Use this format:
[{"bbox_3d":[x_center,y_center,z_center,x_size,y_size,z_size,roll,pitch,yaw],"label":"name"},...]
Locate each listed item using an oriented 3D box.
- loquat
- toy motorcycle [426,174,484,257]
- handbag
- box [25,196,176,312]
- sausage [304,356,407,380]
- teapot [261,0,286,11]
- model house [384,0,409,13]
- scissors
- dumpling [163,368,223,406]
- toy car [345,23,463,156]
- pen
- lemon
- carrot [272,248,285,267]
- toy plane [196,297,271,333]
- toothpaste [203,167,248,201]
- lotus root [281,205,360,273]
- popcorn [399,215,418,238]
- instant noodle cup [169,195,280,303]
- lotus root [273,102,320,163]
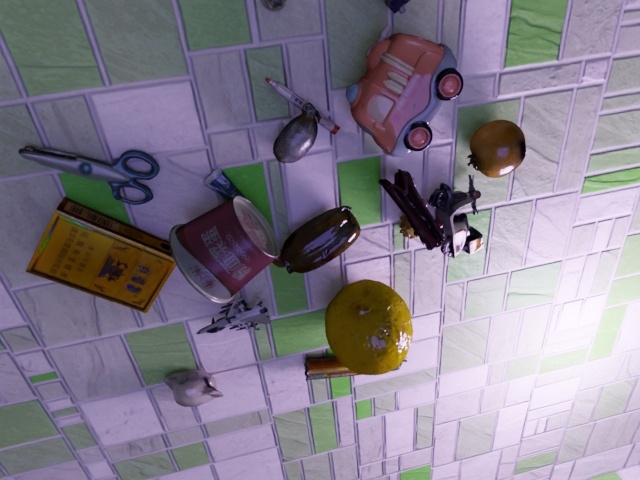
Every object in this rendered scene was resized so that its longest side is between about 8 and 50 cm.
[{"bbox_3d":[0.468,-0.241,1.191,0.163,0.137,0.163,-15,141,-13],"label":"loquat"},{"bbox_3d":[0.393,-0.063,1.310,0.157,0.091,0.263,-24,125,-9],"label":"toy motorcycle"},{"bbox_3d":[0.242,-0.083,1.160,0.074,0.203,0.216,-34,95,9],"label":"handbag"},{"bbox_3d":[-0.537,0.044,1.135,0.301,0.084,0.193,27,110,-27],"label":"box"},{"bbox_3d":[0.127,0.425,1.540,0.371,0.082,0.082,-1,120,-14],"label":"sausage"},{"bbox_3d":[-0.093,-0.504,0.923,0.057,0.083,0.067,20,116,-19],"label":"teapot"},{"bbox_3d":[0.181,-0.547,0.964,0.100,0.088,0.100,-37,121,13],"label":"model house"},{"bbox_3d":[-0.528,-0.167,1.037,0.289,0.041,0.138,12,115,-25],"label":"scissors"},{"bbox_3d":[-0.402,0.480,1.433,0.176,0.092,0.150,-7,135,-16],"label":"dumpling"},{"bbox_3d":[0.176,-0.343,1.041,0.212,0.180,0.271,23,112,-14],"label":"toy car"},{"bbox_3d":[-0.041,-0.323,1.078,0.218,0.026,0.026,30,109,-27],"label":"pen"},{"bbox_3d":[0.143,0.260,1.335,0.268,0.268,0.322,-16,145,-5],"label":"lemon"},{"bbox_3d":[-0.158,0.007,1.238,0.047,0.047,0.191,-40,117,11],"label":"carrot"},{"bbox_3d":[-0.253,0.228,1.331,0.234,0.082,0.160,-10,134,9],"label":"toy plane"},{"bbox_3d":[-0.214,-0.102,1.162,0.057,0.035,0.197,-46,120,-4],"label":"toothpaste"},{"bbox_3d":[0.000,0.000,1.225,0.241,0.123,0.124,-32,94,8],"label":"lotus root"},{"bbox_3d":[0.266,-0.043,1.305,0.083,0.057,0.082,-25,130,-3],"label":"popcorn"},{"bbox_3d":[-0.223,0.012,1.098,0.178,0.235,0.235,-34,123,14],"label":"instant noodle cup"},{"bbox_3d":[-0.054,-0.250,1.080,0.088,0.088,0.165,28,116,-27],"label":"lotus root"}]
